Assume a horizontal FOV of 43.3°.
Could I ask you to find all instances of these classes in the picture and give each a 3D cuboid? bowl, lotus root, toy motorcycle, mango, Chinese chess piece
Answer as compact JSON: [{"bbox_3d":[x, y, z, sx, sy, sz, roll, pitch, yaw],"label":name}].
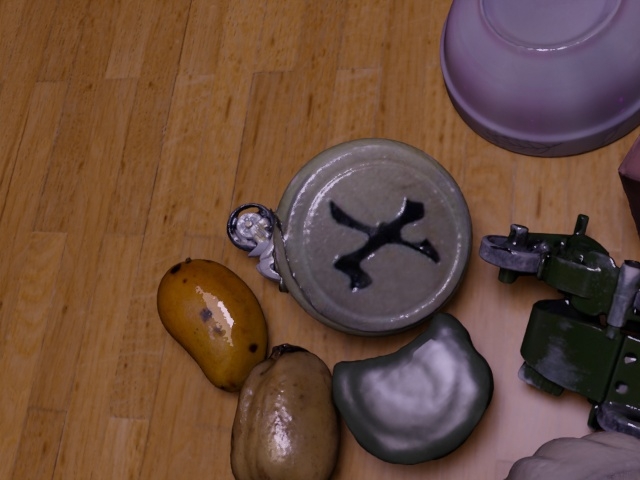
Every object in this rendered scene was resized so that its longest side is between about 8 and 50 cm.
[{"bbox_3d":[0.278,-0.257,0.966,0.287,0.144,0.287,-5,71,16],"label":"bowl"},{"bbox_3d":[-0.040,0.228,0.911,0.125,0.118,0.221,-33,48,56],"label":"lotus root"},{"bbox_3d":[0.000,0.000,1.002,0.229,0.074,0.151,-12,77,3],"label":"toy motorcycle"},{"bbox_3d":[-0.129,0.098,1.002,0.115,0.090,0.178,-48,67,8],"label":"mango"},{"bbox_3d":[0.292,0.095,0.850,0.275,0.127,0.205,22,110,33],"label":"toy motorcycle"},{"bbox_3d":[0.057,-0.001,0.923,0.238,0.092,0.237,0,93,-5],"label":"Chinese chess piece"}]

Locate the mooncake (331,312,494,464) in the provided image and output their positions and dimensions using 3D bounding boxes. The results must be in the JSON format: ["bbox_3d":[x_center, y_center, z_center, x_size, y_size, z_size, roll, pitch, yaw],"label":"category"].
[{"bbox_3d":[0.102,0.160,0.890,0.175,0.104,0.168,7,85,14],"label":"mooncake"}]

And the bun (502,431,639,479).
[{"bbox_3d":[0.244,0.285,0.768,0.263,0.263,0.175,-43,22,0],"label":"bun"}]

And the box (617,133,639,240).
[{"bbox_3d":[0.408,-0.089,0.828,0.086,0.215,0.215,30,83,38],"label":"box"}]
